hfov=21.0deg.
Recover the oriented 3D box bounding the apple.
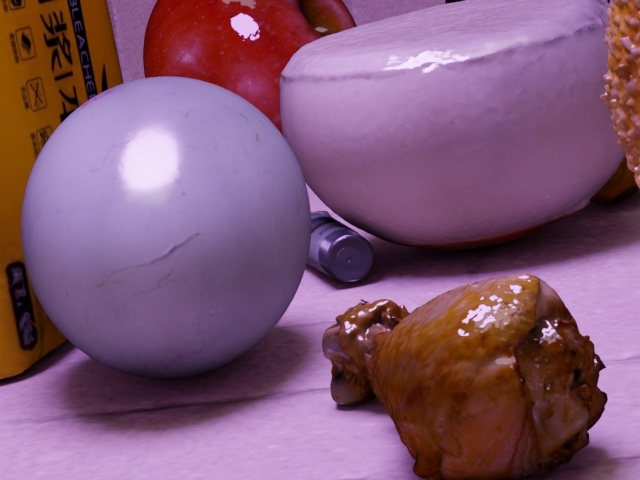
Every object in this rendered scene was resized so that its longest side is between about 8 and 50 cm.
[{"bbox_3d":[-0.074,-0.200,1.959,0.216,0.260,0.260,-37,-2,24],"label":"apple"}]

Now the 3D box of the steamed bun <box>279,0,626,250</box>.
[{"bbox_3d":[0.112,-0.084,1.326,0.282,0.177,0.283,-12,13,3],"label":"steamed bun"}]

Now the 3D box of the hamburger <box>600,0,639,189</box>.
[{"bbox_3d":[0.301,-0.104,0.980,0.302,0.302,0.170,0,-3,40],"label":"hamburger"}]

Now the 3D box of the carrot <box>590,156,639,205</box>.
[{"bbox_3d":[0.260,-0.087,1.528,0.066,0.066,0.314,-7,10,13],"label":"carrot"}]

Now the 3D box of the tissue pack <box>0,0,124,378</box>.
[{"bbox_3d":[-0.280,-0.109,1.249,0.228,0.382,0.293,-8,11,17],"label":"tissue pack"}]

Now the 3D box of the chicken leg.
[{"bbox_3d":[0.057,0.061,0.862,0.107,0.087,0.251,-21,8,-18],"label":"chicken leg"}]

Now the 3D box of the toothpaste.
[{"bbox_3d":[0.000,0.000,1.369,0.062,0.039,0.239,-18,9,-8],"label":"toothpaste"}]

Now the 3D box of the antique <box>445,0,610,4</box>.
[{"bbox_3d":[0.215,-0.214,1.758,0.185,0.255,0.322,-6,13,5],"label":"antique"}]

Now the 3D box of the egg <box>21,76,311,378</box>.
[{"bbox_3d":[-0.096,-0.006,1.077,0.182,0.183,0.264,-9,18,0],"label":"egg"}]
